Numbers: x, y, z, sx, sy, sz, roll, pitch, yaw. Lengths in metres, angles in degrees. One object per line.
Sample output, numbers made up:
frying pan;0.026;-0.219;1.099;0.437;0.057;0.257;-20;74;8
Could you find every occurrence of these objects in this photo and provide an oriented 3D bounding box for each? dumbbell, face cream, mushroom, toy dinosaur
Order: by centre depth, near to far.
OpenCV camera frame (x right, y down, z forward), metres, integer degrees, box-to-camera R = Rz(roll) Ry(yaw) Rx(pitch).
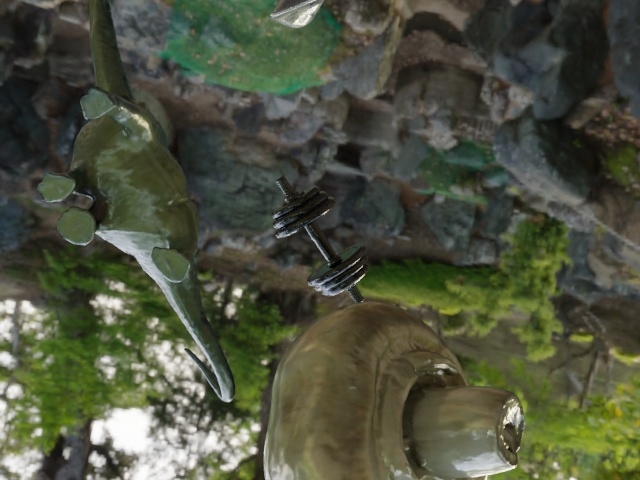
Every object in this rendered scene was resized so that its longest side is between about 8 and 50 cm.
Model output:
toy dinosaur;-0.127;-0.031;0.571;0.077;0.362;0.147;-15;-169;10
mushroom;0.076;0.184;0.741;0.234;0.260;0.254;-23;-168;40
dumbbell;0.000;0.000;1.114;0.208;0.099;0.099;57;168;-7
face cream;-0.045;-0.450;1.551;0.114;0.070;0.224;-24;-166;1
